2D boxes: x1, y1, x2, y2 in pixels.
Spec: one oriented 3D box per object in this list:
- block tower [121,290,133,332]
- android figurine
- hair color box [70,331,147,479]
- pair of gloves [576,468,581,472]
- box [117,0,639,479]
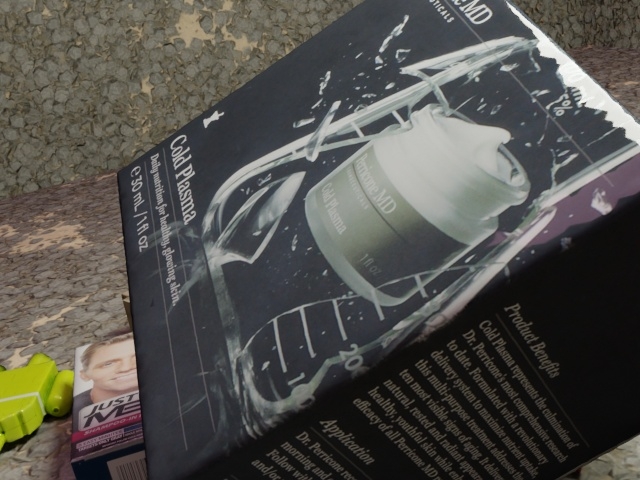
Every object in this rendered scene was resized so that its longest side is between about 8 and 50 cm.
[{"bbox_3d":[-0.232,0.087,1.618,0.091,0.097,0.335,9,27,42],"label":"block tower"},{"bbox_3d":[-0.520,0.268,1.336,0.248,0.056,0.273,-12,19,-3],"label":"android figurine"},{"bbox_3d":[-0.260,0.242,1.190,0.174,0.105,0.347,-15,19,-11],"label":"hair color box"},{"bbox_3d":[0.221,0.279,0.945,0.159,0.023,0.198,-4,20,21],"label":"pair of gloves"},{"bbox_3d":[0.073,0.018,0.855,0.472,0.297,0.480,-32,40,8],"label":"box"}]
